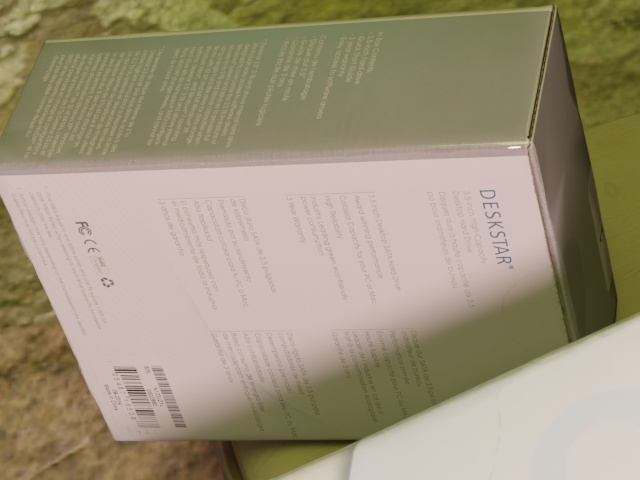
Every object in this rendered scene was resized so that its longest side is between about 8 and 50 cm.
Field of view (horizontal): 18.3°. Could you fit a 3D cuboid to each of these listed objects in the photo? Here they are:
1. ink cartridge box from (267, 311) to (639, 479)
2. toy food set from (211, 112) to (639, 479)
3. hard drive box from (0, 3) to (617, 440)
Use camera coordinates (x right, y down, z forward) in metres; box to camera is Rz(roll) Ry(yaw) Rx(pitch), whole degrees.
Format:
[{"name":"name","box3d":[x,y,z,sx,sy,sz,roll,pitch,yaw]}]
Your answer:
[{"name":"ink cartridge box","box3d":[0.088,0.246,0.712,0.308,0.091,0.385,-27,62,27]},{"name":"toy food set","box3d":[0.098,0.071,0.963,0.306,0.092,0.219,-21,43,-2]},{"name":"hard drive box","box3d":[0.000,0.000,0.869,0.232,0.181,0.089,-1,45,18]}]
